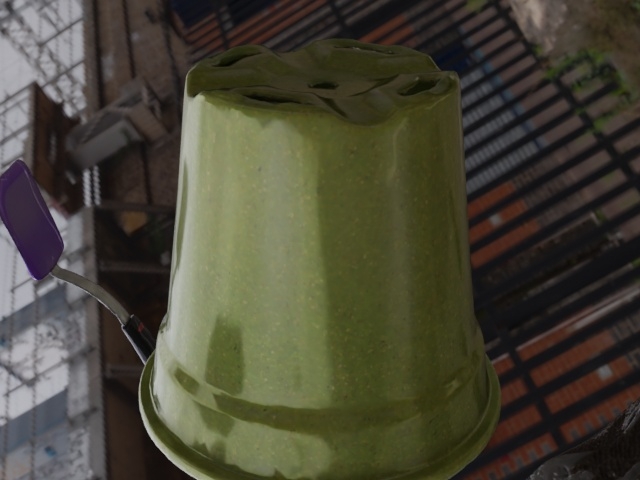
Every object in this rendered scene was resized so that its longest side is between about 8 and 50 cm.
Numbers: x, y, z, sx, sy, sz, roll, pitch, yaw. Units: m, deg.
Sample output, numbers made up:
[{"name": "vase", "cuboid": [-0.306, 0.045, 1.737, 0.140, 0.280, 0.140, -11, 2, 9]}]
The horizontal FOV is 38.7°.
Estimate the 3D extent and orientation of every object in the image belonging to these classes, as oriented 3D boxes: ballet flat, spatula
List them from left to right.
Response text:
[{"name": "spatula", "cuboid": [-0.196, 0.060, 0.828, 0.296, 0.030, 0.084, 53, -163, -19]}, {"name": "ballet flat", "cuboid": [0.284, 0.207, 0.866, 0.058, 0.250, 0.084, 22, -156, -54]}]

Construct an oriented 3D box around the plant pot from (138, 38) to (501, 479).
[{"name": "plant pot", "cuboid": [0.000, 0.000, 0.649, 0.276, 0.276, 0.253, -101, 10, -63]}]
